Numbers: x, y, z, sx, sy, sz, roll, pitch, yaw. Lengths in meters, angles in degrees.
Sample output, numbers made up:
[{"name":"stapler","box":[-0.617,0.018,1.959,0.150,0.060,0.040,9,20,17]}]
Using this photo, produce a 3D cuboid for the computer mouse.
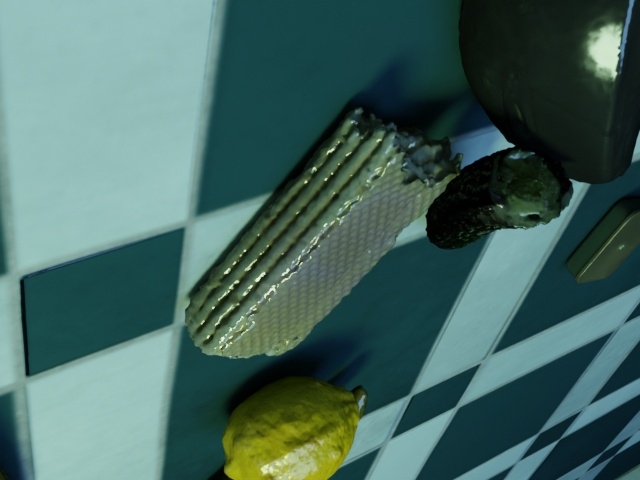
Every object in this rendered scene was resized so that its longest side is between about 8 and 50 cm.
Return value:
[{"name":"computer mouse","box":[0.156,-0.129,0.592,0.086,0.137,0.269,-37,152,-19]}]

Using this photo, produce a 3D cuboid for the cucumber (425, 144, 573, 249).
[{"name":"cucumber","box":[0.127,-0.031,0.720,0.067,0.067,0.245,-31,-179,-9]}]

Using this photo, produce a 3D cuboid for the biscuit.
[{"name":"biscuit","box":[0.000,0.000,0.692,0.239,0.061,0.108,-47,151,21]}]

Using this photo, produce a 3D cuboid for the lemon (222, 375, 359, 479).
[{"name":"lemon","box":[-0.028,0.195,0.889,0.155,0.114,0.114,-28,150,-24]}]

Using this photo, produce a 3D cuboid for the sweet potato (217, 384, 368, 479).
[{"name":"sweet potato","box":[-0.054,0.247,0.990,0.274,0.067,0.067,-36,151,11]}]

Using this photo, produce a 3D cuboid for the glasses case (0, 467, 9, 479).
[{"name":"glasses case","box":[-0.277,0.192,0.666,0.079,0.064,0.234,-27,149,-20]}]

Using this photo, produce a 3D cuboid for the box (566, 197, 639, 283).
[{"name":"box","box":[0.368,-0.002,1.111,0.091,0.031,0.126,-7,139,-42]}]
